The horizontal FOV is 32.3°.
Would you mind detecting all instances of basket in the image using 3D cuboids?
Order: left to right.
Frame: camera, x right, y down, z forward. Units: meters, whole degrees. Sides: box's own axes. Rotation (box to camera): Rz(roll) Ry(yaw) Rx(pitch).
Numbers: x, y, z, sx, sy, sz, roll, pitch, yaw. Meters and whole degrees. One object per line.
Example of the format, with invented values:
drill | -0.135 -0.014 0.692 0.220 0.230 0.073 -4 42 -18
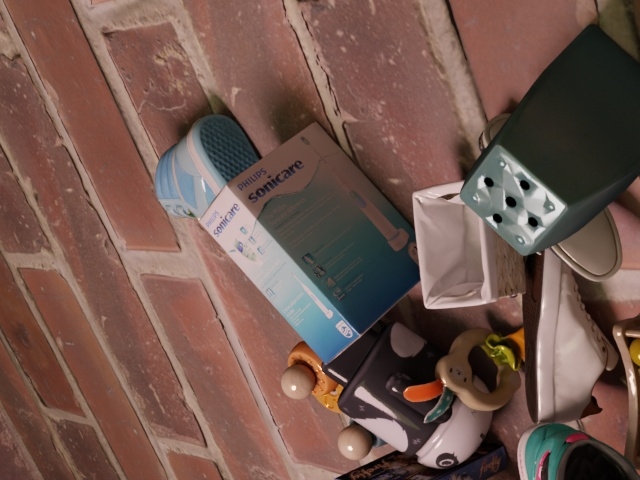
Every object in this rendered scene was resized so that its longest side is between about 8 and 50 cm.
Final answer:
basket | 0.205 0.006 1.508 0.113 0.103 0.167 -9 84 42

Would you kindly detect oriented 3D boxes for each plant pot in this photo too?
plant pot | 0.279 -0.100 1.288 0.165 0.234 0.166 44 143 9

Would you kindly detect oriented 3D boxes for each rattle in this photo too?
rattle | 0.238 0.193 1.599 0.142 0.199 0.130 2 99 51

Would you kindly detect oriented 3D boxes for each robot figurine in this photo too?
robot figurine | 0.136 0.242 1.750 0.278 0.209 0.173 34 122 3

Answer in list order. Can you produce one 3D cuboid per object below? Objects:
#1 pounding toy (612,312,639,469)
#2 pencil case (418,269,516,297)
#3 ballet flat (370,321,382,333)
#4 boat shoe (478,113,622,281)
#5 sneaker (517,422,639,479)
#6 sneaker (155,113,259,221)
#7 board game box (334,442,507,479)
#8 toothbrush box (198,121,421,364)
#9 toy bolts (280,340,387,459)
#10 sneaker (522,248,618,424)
pounding toy | 0.431 0.217 1.465 0.155 0.154 0.269 1 121 45
pencil case | 0.221 0.042 1.608 0.151 0.064 0.070 8 136 42
ballet flat | 0.012 0.112 1.879 0.213 0.068 0.072 39 142 16
boat shoe | 0.290 -0.048 1.428 0.254 0.095 0.079 50 166 14
sneaker | 0.357 0.378 1.434 0.178 0.123 0.296 130 123 -74
sneaker | -0.164 -0.044 1.888 0.208 0.127 0.319 -21 95 50
board game box | 0.166 0.380 1.802 0.165 0.243 0.042 0 100 46
toothbrush box | 0.000 0.000 1.675 0.295 0.216 0.126 48 143 2
toy bolts | 0.030 0.291 1.934 0.228 0.158 0.218 37 141 18
sneaker | 0.349 0.116 1.538 0.123 0.106 0.290 -5 111 -2
